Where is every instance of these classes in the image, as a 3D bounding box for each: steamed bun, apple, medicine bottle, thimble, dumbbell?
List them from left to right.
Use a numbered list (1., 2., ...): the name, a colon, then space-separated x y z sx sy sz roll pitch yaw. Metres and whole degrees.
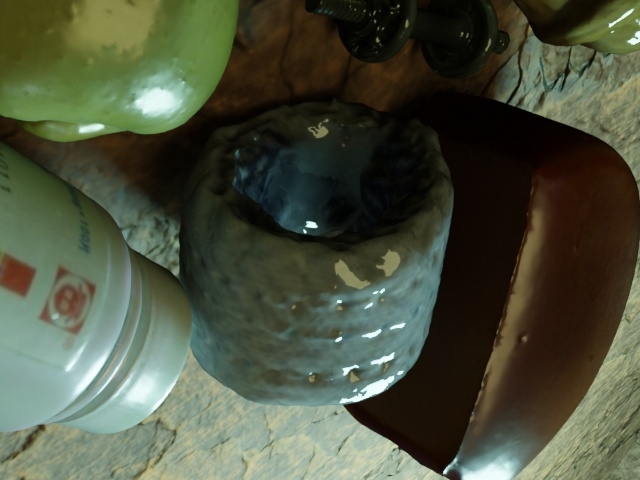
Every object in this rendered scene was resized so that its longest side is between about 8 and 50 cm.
1. medicine bottle: -0.215 0.026 0.518 0.170 0.170 0.293 -49 143 1
2. apple: -0.130 -0.143 0.438 0.200 0.200 0.200 -27 139 -26
3. thimble: 0.000 0.000 0.678 0.245 0.217 0.157 -46 153 -46
4. dumbbell: 0.084 -0.183 0.712 0.254 0.081 0.081 -3 125 -44
5. steamed bun: 0.178 0.051 0.868 0.248 0.235 0.379 -3 112 -42

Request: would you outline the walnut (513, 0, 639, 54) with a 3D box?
1. walnut: 0.254 -0.280 0.692 0.224 0.257 0.257 25 106 -20
